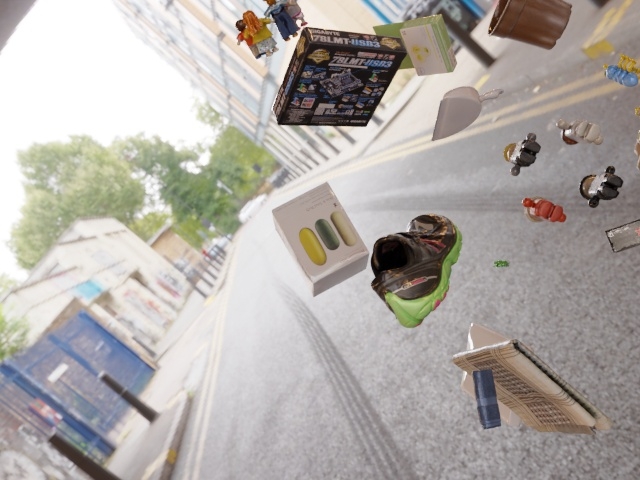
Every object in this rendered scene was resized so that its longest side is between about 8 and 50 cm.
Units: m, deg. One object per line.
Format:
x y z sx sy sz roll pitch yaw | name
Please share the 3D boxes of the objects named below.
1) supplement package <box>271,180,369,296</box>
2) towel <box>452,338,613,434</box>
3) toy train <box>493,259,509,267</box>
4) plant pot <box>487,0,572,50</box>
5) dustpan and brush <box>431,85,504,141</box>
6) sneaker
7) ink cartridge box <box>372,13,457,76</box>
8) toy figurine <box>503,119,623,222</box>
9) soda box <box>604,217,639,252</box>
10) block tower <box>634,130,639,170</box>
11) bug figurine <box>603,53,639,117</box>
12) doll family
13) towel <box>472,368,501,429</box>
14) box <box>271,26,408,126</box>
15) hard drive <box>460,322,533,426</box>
0.000 0.000 2.045 0.199 0.263 0.198 -28 -15 -8 | supplement package
0.510 0.377 1.639 0.056 0.324 0.312 -52 3 -23 | towel
0.607 0.077 2.211 0.083 0.017 0.024 165 119 -72 | toy train
0.542 -0.579 1.700 0.167 0.165 0.167 -160 90 -88 | plant pot
0.368 -0.333 1.625 0.211 0.060 0.147 -14 -35 -12 | dustpan and brush
0.247 0.030 1.756 0.185 0.202 0.483 -47 7 28 | sneaker
0.276 -0.577 1.984 0.235 0.171 0.056 2 48 35 | ink cartridge box
0.529 -0.153 1.453 0.213 0.210 0.148 -24 2 6 | toy figurine
0.754 -0.025 1.530 0.169 0.060 0.053 -23 -8 22 | soda box
0.740 -0.094 1.264 0.097 0.091 0.335 -16 47 -2 | block tower
0.799 -0.334 1.572 0.072 0.279 0.216 -56 38 15 | bug figurine
-0.156 -0.702 2.111 0.263 0.163 0.118 -36 32 -1 | doll family
0.339 0.326 1.358 0.029 0.119 0.067 -18 -20 36 | towel
0.047 -0.437 1.810 0.293 0.295 0.073 118 140 -48 | box
0.541 0.406 2.054 0.353 0.047 0.233 -160 78 -78 | hard drive
